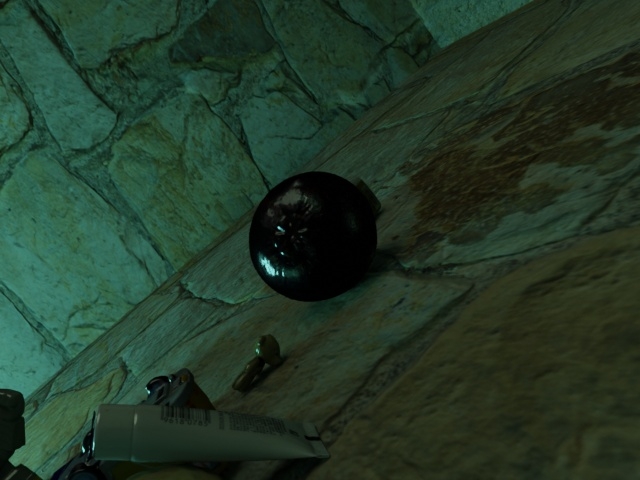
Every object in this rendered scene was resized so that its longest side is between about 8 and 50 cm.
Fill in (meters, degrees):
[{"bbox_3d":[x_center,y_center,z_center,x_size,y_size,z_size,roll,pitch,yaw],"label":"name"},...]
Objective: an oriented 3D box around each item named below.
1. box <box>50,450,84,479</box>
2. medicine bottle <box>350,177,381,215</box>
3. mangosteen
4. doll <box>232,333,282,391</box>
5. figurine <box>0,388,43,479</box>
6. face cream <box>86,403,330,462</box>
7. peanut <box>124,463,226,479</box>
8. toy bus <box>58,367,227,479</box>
[{"bbox_3d":[-0.306,0.338,1.091,0.259,0.071,0.168,-38,12,5],"label":"box"},{"bbox_3d":[0.025,-0.029,1.438,0.132,0.088,0.188,-28,16,40],"label":"medicine bottle"},{"bbox_3d":[-0.004,-0.008,1.195,0.216,0.216,0.216,-36,12,9],"label":"mangosteen"},{"bbox_3d":[-0.100,0.185,1.103,0.093,0.051,0.061,-35,-16,1],"label":"doll"},{"bbox_3d":[-0.679,0.422,1.368,0.342,0.285,0.167,-40,10,-15],"label":"figurine"},{"bbox_3d":[-0.117,0.205,0.766,0.092,0.243,0.058,-147,64,-76],"label":"face cream"},{"bbox_3d":[-0.225,0.327,0.753,0.313,0.149,0.149,-32,13,15],"label":"peanut"},{"bbox_3d":[-0.209,0.271,0.890,0.209,0.136,0.126,-39,12,-1],"label":"toy bus"}]
